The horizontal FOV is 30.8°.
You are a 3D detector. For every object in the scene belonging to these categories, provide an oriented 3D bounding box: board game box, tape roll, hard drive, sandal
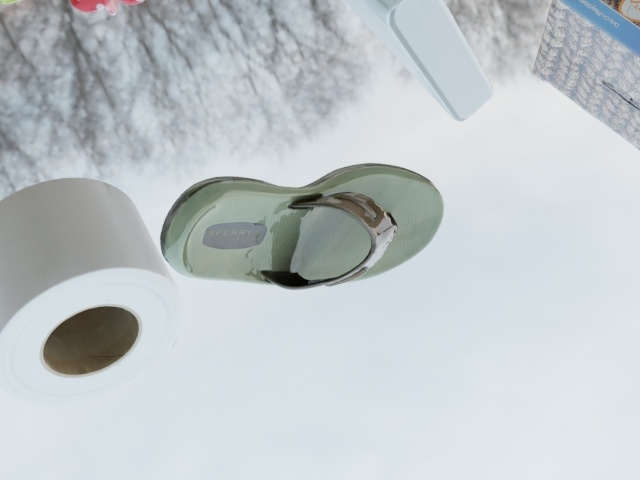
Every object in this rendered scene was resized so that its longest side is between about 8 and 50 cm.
[{"bbox_3d":[0.410,-0.234,1.211,0.291,0.232,0.141,-44,162,-17],"label":"board game box"},{"bbox_3d":[-0.312,0.066,1.457,0.246,0.246,0.169,-26,-128,-8],"label":"tape roll"},{"bbox_3d":[-0.003,-0.232,0.849,0.040,0.307,0.203,-41,157,6],"label":"hard drive"},{"bbox_3d":[-0.001,0.001,1.046,0.303,0.120,0.086,-7,-152,-39],"label":"sandal"}]

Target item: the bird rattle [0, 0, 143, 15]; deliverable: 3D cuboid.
[{"bbox_3d":[-0.243,-0.269,0.951,0.253,0.207,0.143,-29,-163,-30],"label":"bird rattle"}]
